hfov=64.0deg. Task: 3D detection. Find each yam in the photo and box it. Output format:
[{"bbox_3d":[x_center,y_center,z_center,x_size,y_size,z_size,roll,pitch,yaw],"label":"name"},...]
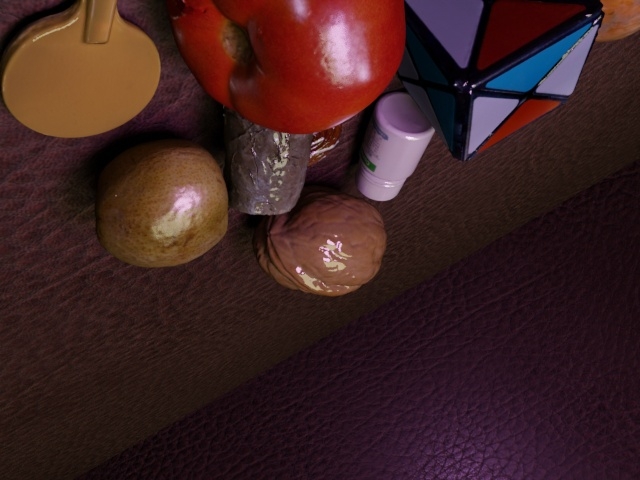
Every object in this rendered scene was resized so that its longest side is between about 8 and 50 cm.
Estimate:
[{"bbox_3d":[-0.087,-0.155,0.832,0.154,0.154,0.254,-16,134,-31],"label":"yam"}]

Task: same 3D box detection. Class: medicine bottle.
[{"bbox_3d":[0.157,-0.201,1.137,0.139,0.139,0.237,-21,156,-21],"label":"medicine bottle"}]

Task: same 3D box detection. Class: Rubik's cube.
[{"bbox_3d":[0.279,-0.329,0.878,0.250,0.248,0.246,-30,157,2],"label":"Rubik's cube"}]

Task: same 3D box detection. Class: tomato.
[{"bbox_3d":[-0.028,-0.272,0.621,0.226,0.299,0.298,-45,168,-35],"label":"tomato"}]

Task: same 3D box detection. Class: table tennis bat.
[{"bbox_3d":[-0.284,-0.239,0.636,0.198,0.050,0.321,-13,155,-37],"label":"table tennis bat"}]

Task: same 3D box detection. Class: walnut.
[{"bbox_3d":[0.000,0.002,1.205,0.313,0.277,0.251,3,103,-43],"label":"walnut"}]

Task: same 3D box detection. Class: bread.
[{"bbox_3d":[-0.040,-0.204,0.970,0.161,0.073,0.160,-26,158,-11],"label":"bread"}]

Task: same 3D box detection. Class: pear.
[{"bbox_3d":[-0.266,-0.057,0.842,0.211,0.188,0.228,-22,148,-21],"label":"pear"}]

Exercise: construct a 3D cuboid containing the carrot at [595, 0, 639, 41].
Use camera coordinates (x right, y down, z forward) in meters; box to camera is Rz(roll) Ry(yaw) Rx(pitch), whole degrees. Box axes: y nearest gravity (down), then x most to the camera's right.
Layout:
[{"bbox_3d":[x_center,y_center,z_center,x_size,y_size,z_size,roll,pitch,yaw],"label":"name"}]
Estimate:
[{"bbox_3d":[0.476,-0.490,0.829,0.224,0.224,0.341,-35,149,11],"label":"carrot"}]
